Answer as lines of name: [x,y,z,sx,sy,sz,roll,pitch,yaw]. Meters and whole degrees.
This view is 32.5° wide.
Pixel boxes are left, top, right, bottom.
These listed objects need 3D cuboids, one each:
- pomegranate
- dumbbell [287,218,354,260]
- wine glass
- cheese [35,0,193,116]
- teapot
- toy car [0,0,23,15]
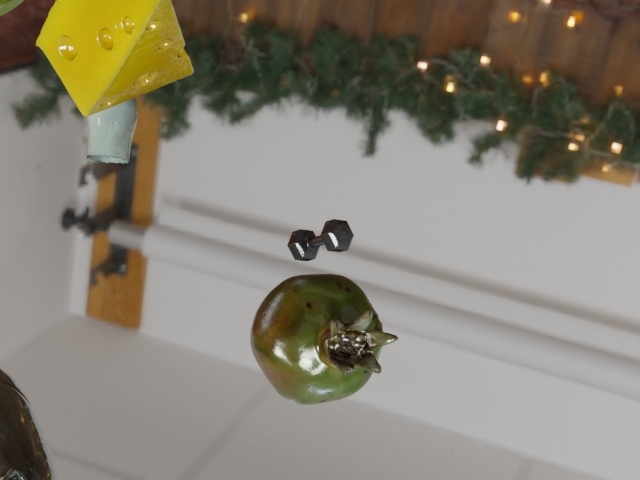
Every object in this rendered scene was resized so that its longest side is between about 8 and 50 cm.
pomegranate: [0.008,0.130,1.441,0.181,0.181,0.224,2,176,-21]
dumbbell: [0.000,0.000,1.266,0.083,0.040,0.036,-16,-167,47]
wine glass: [-0.374,-0.241,1.975,0.093,0.202,0.093,3,175,0]
cheese: [-0.171,-0.207,0.979,0.126,0.171,0.093,-28,-103,-27]
teapot: [-0.467,0.356,1.417,0.233,0.315,0.312,13,-166,-35]
toy car: [-0.254,-0.291,0.916,0.235,0.145,0.235,-27,-169,6]
